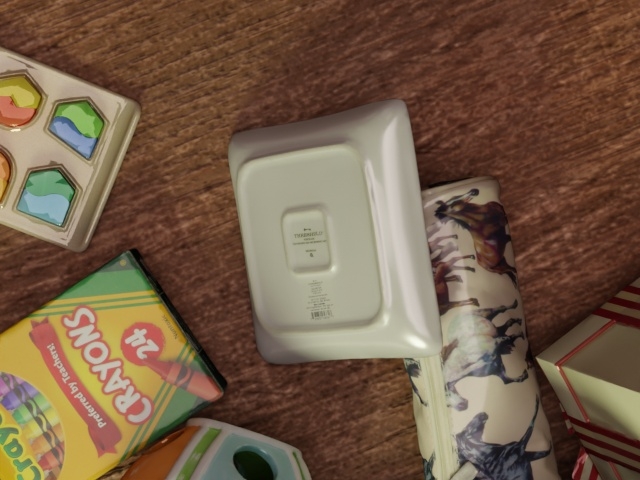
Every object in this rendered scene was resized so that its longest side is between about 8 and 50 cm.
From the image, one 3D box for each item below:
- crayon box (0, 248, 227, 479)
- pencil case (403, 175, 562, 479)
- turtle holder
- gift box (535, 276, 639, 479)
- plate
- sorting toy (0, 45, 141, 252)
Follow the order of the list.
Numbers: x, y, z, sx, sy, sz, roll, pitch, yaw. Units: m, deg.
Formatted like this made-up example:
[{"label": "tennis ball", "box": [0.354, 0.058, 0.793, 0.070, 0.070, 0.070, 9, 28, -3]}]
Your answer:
[{"label": "crayon box", "box": [-0.294, 0.178, 1.668, 0.319, 0.081, 0.202, -34, 92, 0]}, {"label": "pencil case", "box": [0.157, 0.127, 1.622, 0.160, 0.183, 0.410, -11, 92, 26]}, {"label": "turtle holder", "box": [-0.083, 0.332, 1.598, 0.320, 0.243, 0.227, 14, 74, 7]}, {"label": "gift box", "box": [0.411, 0.189, 1.577, 0.255, 0.258, 0.276, -30, 108, -17]}, {"label": "plate", "box": [0.000, 0.000, 1.599, 0.277, 0.045, 0.277, -7, 92, 43]}, {"label": "sorting toy", "box": [-0.336, -0.108, 1.683, 0.208, 0.038, 0.193, 22, 91, -1]}]
